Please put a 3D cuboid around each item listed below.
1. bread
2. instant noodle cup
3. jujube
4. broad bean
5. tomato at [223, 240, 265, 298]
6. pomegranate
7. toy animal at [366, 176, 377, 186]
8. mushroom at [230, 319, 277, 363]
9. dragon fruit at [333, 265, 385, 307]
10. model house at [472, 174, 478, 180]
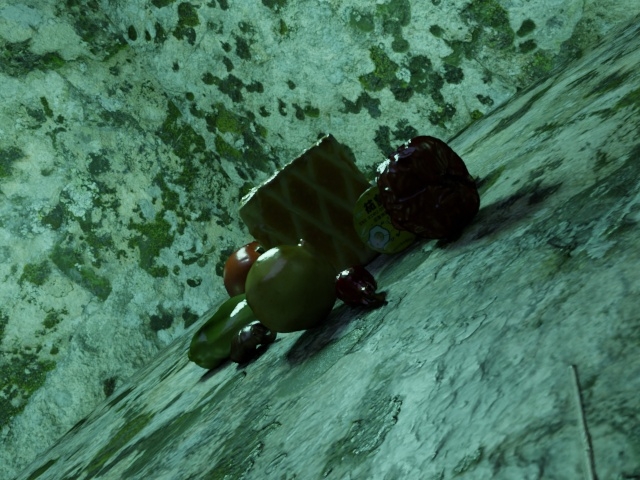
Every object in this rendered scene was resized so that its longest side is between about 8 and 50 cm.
[{"bbox_3d":[-0.013,-0.070,2.028,0.371,0.390,0.279,-36,1,-1],"label":"bread"},{"bbox_3d":[0.196,-0.066,1.809,0.182,0.182,0.144,-34,-4,26],"label":"instant noodle cup"},{"bbox_3d":[0.240,-0.113,1.552,0.213,0.232,0.213,-40,8,7],"label":"jujube"},{"bbox_3d":[-0.281,0.274,2.086,0.291,0.119,0.238,-43,19,-16],"label":"broad bean"},{"bbox_3d":[-0.201,0.123,2.289,0.224,0.256,0.256,-52,0,21],"label":"tomato"},{"bbox_3d":[-0.071,0.115,1.638,0.233,0.233,0.233,-36,5,4],"label":"pomegranate"},{"bbox_3d":[0.137,-0.127,2.329,0.208,0.154,0.325,1,20,38],"label":"toy animal"},{"bbox_3d":[-0.185,0.264,1.846,0.170,0.080,0.135,-38,15,24],"label":"mushroom"},{"bbox_3d":[0.088,0.100,1.486,0.094,0.094,0.190,-38,10,-15],"label":"dragon fruit"},{"bbox_3d":[0.321,-0.167,1.985,0.207,0.136,0.219,-42,8,-34],"label":"model house"}]
